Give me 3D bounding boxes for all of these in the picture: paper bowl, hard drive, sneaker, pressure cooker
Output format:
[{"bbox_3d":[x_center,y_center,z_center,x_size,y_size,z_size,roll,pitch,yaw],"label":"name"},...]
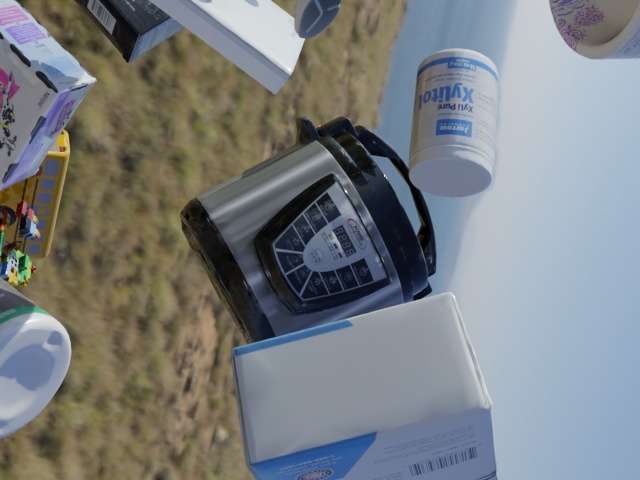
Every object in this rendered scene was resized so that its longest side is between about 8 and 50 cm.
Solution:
[{"bbox_3d":[0.477,-0.419,1.486,0.284,0.148,0.284,176,-90,-73],"label":"paper bowl"},{"bbox_3d":[-0.178,-0.354,1.347,0.047,0.353,0.233,-48,-166,24],"label":"hard drive"},{"bbox_3d":[-0.006,-0.314,1.164,0.053,0.061,0.152,-12,132,-35],"label":"sneaker"},{"bbox_3d":[-0.002,-0.002,1.784,0.375,0.420,0.370,55,-12,36],"label":"pressure cooker"}]

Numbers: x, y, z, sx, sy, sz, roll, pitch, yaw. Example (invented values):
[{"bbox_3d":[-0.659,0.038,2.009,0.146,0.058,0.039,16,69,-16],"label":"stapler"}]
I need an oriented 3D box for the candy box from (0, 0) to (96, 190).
[{"bbox_3d":[-0.373,-0.183,1.097,0.165,0.196,0.070,-47,177,32],"label":"candy box"}]

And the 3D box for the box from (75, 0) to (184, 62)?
[{"bbox_3d":[-0.290,-0.398,1.570,0.158,0.156,0.093,-41,179,-30],"label":"box"}]

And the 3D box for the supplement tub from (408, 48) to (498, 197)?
[{"bbox_3d":[0.111,-0.098,0.816,0.071,0.071,0.107,86,10,-64],"label":"supplement tub"}]

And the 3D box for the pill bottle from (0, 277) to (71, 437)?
[{"bbox_3d":[-0.559,0.117,1.446,0.204,0.361,0.204,-42,149,-33],"label":"pill bottle"}]

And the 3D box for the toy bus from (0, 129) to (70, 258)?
[{"bbox_3d":[-0.579,-0.123,1.945,0.108,0.130,0.333,-111,-146,-47],"label":"toy bus"}]

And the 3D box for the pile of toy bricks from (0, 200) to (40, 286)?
[{"bbox_3d":[-0.574,0.036,1.843,0.105,0.118,0.212,58,19,-45],"label":"pile of toy bricks"}]

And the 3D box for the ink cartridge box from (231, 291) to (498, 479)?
[{"bbox_3d":[0.057,0.202,1.010,0.307,0.223,0.129,71,4,-57],"label":"ink cartridge box"}]
